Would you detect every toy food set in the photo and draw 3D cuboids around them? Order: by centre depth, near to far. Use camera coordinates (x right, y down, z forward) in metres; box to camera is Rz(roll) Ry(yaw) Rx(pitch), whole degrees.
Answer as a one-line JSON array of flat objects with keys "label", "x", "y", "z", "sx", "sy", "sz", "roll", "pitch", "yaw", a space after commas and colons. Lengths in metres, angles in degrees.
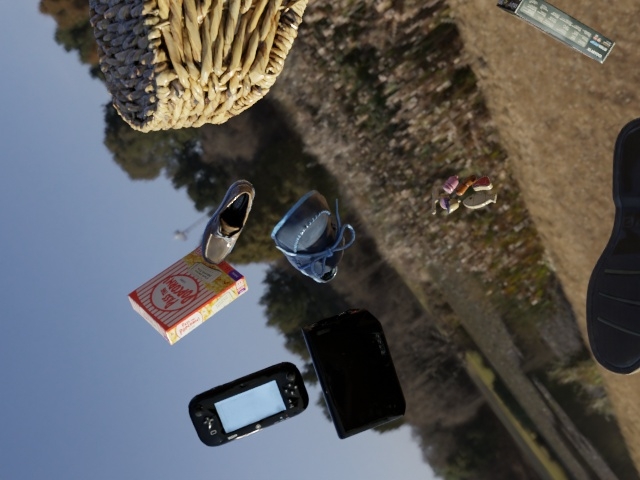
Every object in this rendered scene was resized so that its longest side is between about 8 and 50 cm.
[{"label": "toy food set", "x": 0.249, "y": -0.087, "z": 1.354, "sx": 0.019, "sy": 0.122, "sz": 0.077, "roll": 44, "pitch": -138, "yaw": -42}]

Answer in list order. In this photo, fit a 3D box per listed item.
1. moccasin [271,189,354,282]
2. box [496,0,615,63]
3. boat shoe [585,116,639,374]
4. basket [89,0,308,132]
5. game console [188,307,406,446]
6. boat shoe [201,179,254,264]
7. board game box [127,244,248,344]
[{"label": "moccasin", "x": 0.000, "y": 0.000, "z": 1.404, "sx": 0.117, "sy": 0.138, "sz": 0.342, "roll": 46, "pitch": 178, "yaw": 10}, {"label": "box", "x": 0.496, "y": -0.462, "z": 1.636, "sx": 0.220, "sy": 0.051, "sz": 0.175, "roll": 26, "pitch": -161, "yaw": -11}, {"label": "boat shoe", "x": 0.403, "y": 0.010, "z": 0.920, "sx": 0.104, "sy": 0.307, "sz": 0.111, "roll": 3, "pitch": -172, "yaw": -44}, {"label": "basket", "x": -0.119, "y": -0.240, "z": 0.860, "sx": 0.299, "sy": 0.223, "sz": 0.213, "roll": 18, "pitch": 120, "yaw": 62}, {"label": "game console", "x": -0.042, "y": 0.268, "z": 1.332, "sx": 0.044, "sy": 0.362, "sz": 0.213, "roll": -138, "pitch": 29, "yaw": -76}, {"label": "boat shoe", "x": -0.185, "y": -0.030, "z": 1.504, "sx": 0.066, "sy": 0.183, "sz": 0.066, "roll": 20, "pitch": -167, "yaw": -14}, {"label": "board game box", "x": -0.268, "y": 0.106, "z": 1.560, "sx": 0.147, "sy": 0.193, "sz": 0.045, "roll": 33, "pitch": 148, "yaw": 37}]
